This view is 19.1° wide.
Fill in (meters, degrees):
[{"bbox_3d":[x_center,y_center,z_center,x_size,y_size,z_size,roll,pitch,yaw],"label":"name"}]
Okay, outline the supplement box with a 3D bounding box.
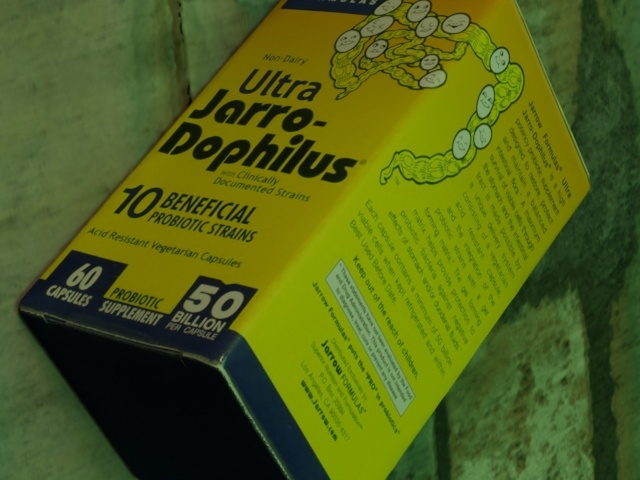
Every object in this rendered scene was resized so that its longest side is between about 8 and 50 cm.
[{"bbox_3d":[0.000,0.000,1.326,0.356,0.194,0.195,-52,133,-28],"label":"supplement box"}]
